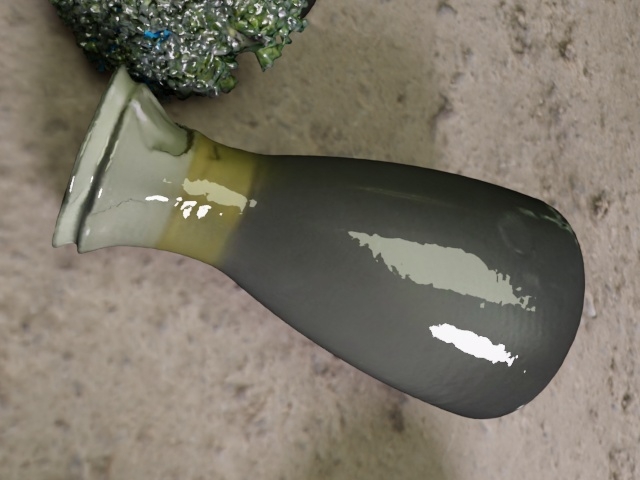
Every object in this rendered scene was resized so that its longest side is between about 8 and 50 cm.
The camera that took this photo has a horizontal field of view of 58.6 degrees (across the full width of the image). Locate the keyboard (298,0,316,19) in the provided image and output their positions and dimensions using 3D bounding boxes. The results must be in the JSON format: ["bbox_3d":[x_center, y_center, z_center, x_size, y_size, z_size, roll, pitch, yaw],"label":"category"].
[{"bbox_3d":[-0.121,-0.311,0.462,0.317,0.027,0.106,35,69,-18],"label":"keyboard"}]

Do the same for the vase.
[{"bbox_3d":[0.000,0.000,0.395,0.321,0.173,0.173,21,71,-16],"label":"vase"}]

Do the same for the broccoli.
[{"bbox_3d":[-0.099,-0.178,0.398,0.160,0.167,0.154,-81,150,-44],"label":"broccoli"}]
